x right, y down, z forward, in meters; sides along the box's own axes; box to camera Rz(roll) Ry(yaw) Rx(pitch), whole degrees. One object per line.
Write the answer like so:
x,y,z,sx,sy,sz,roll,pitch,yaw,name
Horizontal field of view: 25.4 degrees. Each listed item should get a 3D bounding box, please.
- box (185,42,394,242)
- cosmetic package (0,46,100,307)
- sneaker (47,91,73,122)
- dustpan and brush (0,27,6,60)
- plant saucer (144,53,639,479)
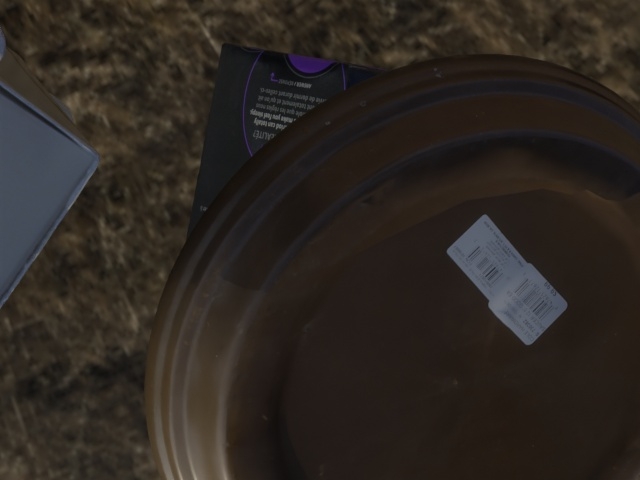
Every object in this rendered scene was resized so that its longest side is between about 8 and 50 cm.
0.000,0.000,1.075,0.143,0.165,0.270,7,97,-40,box
-0.209,-0.035,0.643,0.113,0.309,0.160,36,92,-23,cosmetic package
-0.345,-0.066,1.302,0.296,0.104,0.147,3,124,20,sneaker
-0.144,-0.115,0.361,0.147,0.211,0.060,-52,172,22,dustpan and brush
0.060,0.055,0.632,0.278,0.041,0.278,-9,116,-19,plant saucer
